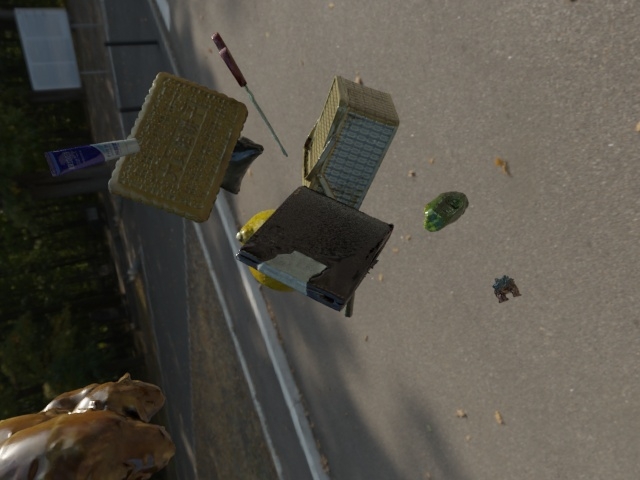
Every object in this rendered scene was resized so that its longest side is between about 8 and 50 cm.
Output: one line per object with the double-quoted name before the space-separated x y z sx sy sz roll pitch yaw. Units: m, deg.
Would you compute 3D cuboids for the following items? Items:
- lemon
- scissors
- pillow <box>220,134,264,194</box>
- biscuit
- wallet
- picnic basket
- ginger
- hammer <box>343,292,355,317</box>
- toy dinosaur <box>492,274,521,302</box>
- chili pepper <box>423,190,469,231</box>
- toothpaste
"lemon" -0.086 0.022 1.143 0.187 0.244 0.187 -28 46 33
"scissors" -0.130 -0.270 0.948 0.248 0.017 0.144 58 -176 -41
"pillow" -0.275 -0.221 1.173 0.186 0.250 0.106 -48 17 48
"biscuit" -0.234 -0.166 0.847 0.029 0.172 0.254 133 154 -64
"wallet" 0.000 0.000 0.939 0.221 0.262 0.071 27 132 12
"picnic basket" 0.058 -0.249 1.331 0.228 0.175 0.313 -92 21 -53
"ginger" -0.379 0.321 0.743 0.357 0.274 0.152 -13 98 33
"hammer" 0.100 0.159 1.620 0.027 0.125 0.297 36 142 30
"toy dinosaur" 0.396 0.102 1.061 0.049 0.154 0.055 -25 71 26
"chili pepper" 0.303 -0.080 1.158 0.073 0.204 0.072 -41 82 40
"toothpaste" -0.219 -0.083 0.481 0.015 0.083 0.024 -16 93 61
